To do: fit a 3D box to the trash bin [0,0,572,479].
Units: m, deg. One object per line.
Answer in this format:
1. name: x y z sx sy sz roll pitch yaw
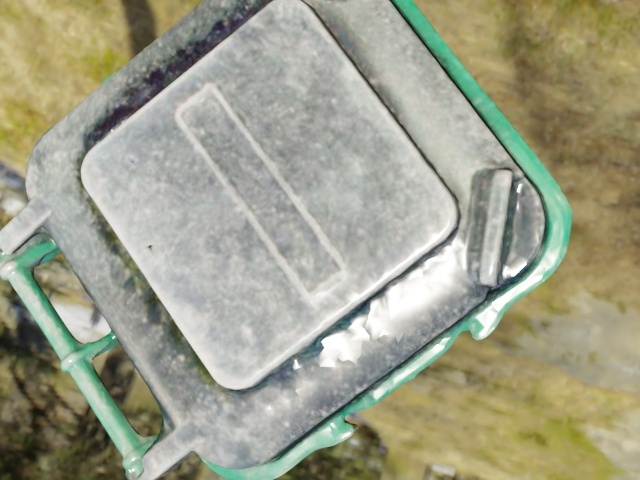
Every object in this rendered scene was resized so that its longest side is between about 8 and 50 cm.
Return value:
1. trash bin: 0.000 0.000 0.791 0.259 0.295 0.381 54 -170 12
